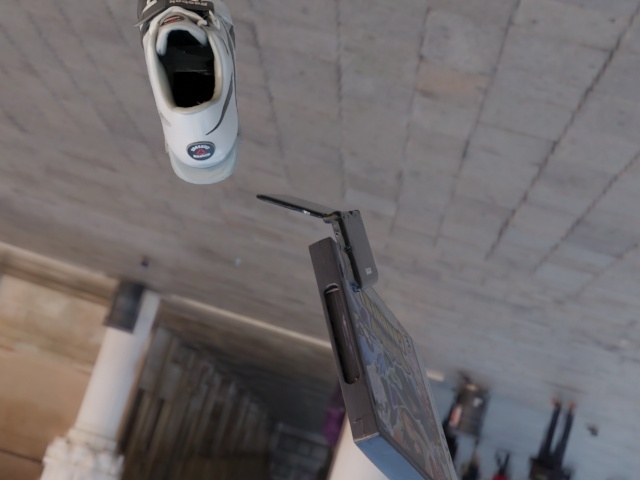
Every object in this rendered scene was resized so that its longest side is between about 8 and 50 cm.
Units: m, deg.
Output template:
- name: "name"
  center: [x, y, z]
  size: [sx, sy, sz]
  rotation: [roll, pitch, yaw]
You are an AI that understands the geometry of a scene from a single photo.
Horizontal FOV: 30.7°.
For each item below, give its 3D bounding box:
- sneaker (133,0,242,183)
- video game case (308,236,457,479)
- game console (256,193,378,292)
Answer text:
- name: "sneaker"
  center: [-0.159, -0.244, 1.408]
  size: [0.122, 0.331, 0.146]
  rotation: [-14, 150, -5]
- name: "video game case"
  center: [0.078, 0.163, 1.279]
  size: [0.035, 0.248, 0.275]
  rotation: [-24, 140, 13]
- name: "game console"
  center: [0.000, 0.000, 1.063]
  size: [0.071, 0.107, 0.122]
  rotation: [-16, 179, 11]
